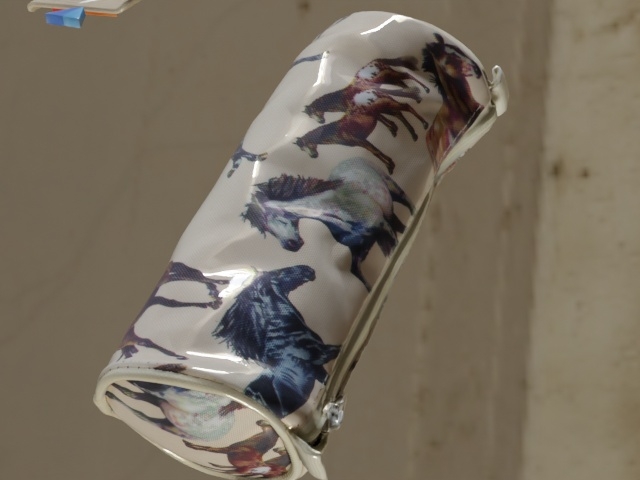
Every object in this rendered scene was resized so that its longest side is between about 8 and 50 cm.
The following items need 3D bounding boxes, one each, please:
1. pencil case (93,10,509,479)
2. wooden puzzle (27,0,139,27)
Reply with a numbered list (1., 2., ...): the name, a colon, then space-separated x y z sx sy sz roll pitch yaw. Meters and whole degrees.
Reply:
1. pencil case: 0.000 0.000 1.427 0.160 0.183 0.410 94 -158 -56
2. wooden puzzle: -0.119 -0.142 1.058 0.116 0.078 0.014 -36 -57 -43
